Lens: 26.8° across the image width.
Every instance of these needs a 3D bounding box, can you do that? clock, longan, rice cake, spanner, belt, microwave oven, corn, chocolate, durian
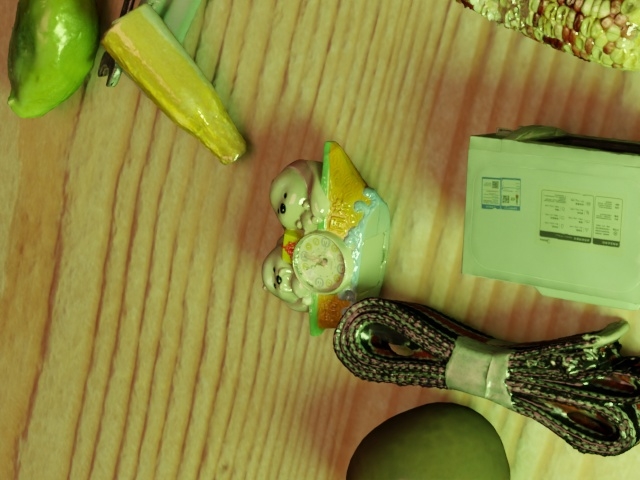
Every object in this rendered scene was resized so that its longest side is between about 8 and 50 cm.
[{"bbox_3d":[0.000,0.000,1.525,0.144,0.103,0.231,16,109,26],"label":"clock"},{"bbox_3d":[0.116,0.262,1.445,0.189,0.189,0.189,7,102,37],"label":"longan"},{"bbox_3d":[-0.188,-0.284,1.663,0.080,0.042,0.222,49,123,27],"label":"rice cake"},{"bbox_3d":[-0.234,-0.316,1.676,0.054,0.015,0.255,28,104,57],"label":"spanner"},{"bbox_3d":[0.180,0.131,1.395,0.359,0.094,0.126,9,101,32],"label":"belt"},{"bbox_3d":[0.257,-0.026,1.307,0.208,0.122,0.162,10,104,37],"label":"microwave oven"},{"bbox_3d":[0.211,-0.251,1.324,0.290,0.098,0.098,30,114,31],"label":"corn"},{"bbox_3d":[-0.171,-0.181,1.623,0.085,0.085,0.219,-36,93,36],"label":"chocolate"},{"bbox_3d":[-0.355,-0.278,1.755,0.139,0.101,0.250,32,119,32],"label":"durian"}]
